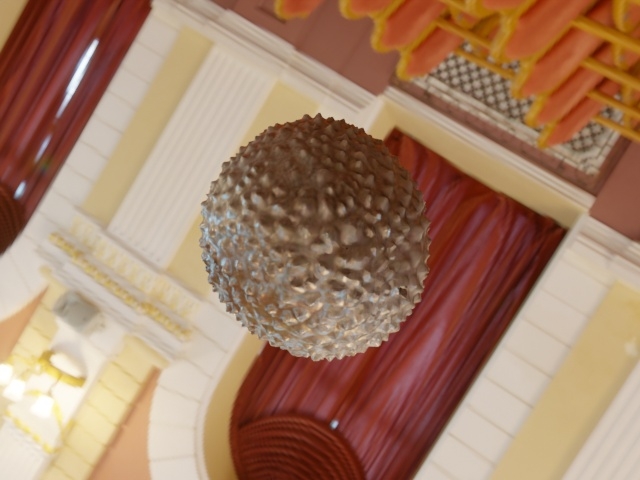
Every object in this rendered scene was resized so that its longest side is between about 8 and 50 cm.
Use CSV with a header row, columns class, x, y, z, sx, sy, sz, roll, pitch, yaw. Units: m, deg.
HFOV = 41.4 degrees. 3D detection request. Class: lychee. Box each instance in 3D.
class,x,y,z,sx,sy,sz,roll,pitch,yaw
lychee,-0.005,-0.002,1.018,0.300,0.300,0.300,31,-175,-3
